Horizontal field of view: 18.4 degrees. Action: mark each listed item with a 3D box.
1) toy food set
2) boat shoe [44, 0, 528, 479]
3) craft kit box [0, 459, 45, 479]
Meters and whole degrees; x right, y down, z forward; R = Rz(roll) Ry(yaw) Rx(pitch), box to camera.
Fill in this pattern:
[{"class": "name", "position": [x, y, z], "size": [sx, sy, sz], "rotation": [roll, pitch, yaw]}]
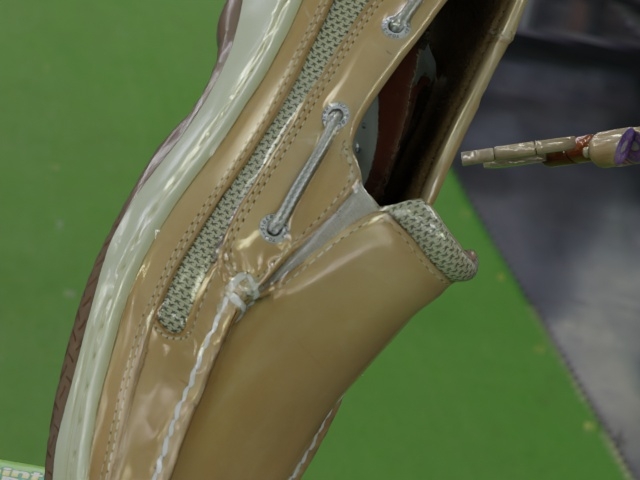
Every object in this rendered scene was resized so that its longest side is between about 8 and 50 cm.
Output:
[{"class": "toy food set", "position": [0.139, -0.046, 1.057], "size": [0.122, 0.019, 0.078], "rotation": [-8, 1, 14]}, {"class": "boat shoe", "position": [0.000, 0.000, 0.442], "size": [0.072, 0.190, 0.068], "rotation": [13, -11, 32]}, {"class": "craft kit box", "position": [-0.082, 0.130, 0.616], "size": [0.249, 0.061, 0.246], "rotation": [10, 12, 1]}]
